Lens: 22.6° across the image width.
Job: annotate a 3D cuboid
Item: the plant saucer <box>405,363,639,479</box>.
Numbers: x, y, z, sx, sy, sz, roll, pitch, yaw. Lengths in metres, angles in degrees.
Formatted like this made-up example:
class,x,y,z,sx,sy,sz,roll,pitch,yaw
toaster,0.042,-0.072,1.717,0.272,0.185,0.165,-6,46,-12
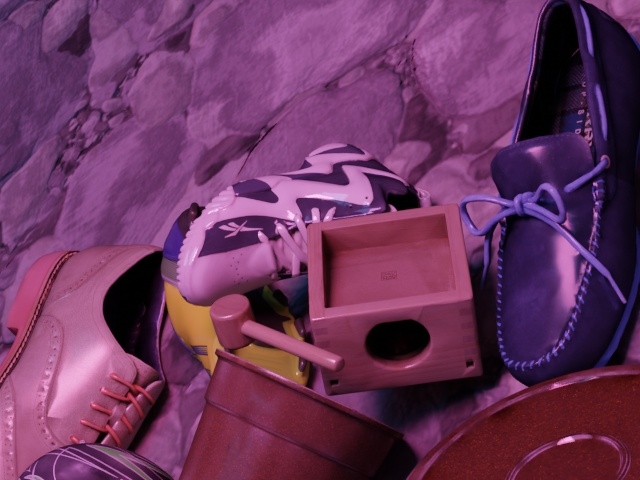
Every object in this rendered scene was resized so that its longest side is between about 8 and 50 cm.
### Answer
class,x,y,z,sx,sy,sz,roll,pitch,yaw
plant saucer,0.167,0.169,1.052,0.310,0.050,0.310,-20,22,8

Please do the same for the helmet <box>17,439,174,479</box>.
class,x,y,z,sx,sy,sz,roll,pitch,yaw
helmet,-0.186,0.252,1.363,0.169,0.161,0.169,-27,43,28

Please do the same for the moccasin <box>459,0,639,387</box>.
class,x,y,z,sx,sy,sz,roll,pitch,yaw
moccasin,0.177,-0.044,1.272,0.138,0.117,0.342,-19,48,36

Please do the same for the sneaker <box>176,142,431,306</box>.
class,x,y,z,sx,sy,sz,roll,pitch,yaw
sneaker,0.000,0.000,1.394,0.235,0.094,0.153,-26,32,-36

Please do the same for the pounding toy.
class,x,y,z,sx,sy,sz,roll,pitch,yaw
pounding toy,0.021,0.072,1.276,0.206,0.094,0.181,-8,36,4

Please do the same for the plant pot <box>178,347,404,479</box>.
class,x,y,z,sx,sy,sz,roll,pitch,yaw
plant pot,-0.042,0.194,1.276,0.167,0.167,0.165,16,79,51

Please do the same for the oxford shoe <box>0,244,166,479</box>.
class,x,y,z,sx,sy,sz,roll,pitch,yaw
oxford shoe,-0.232,0.161,1.513,0.146,0.140,0.397,-15,51,28

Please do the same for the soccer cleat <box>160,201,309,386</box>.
class,x,y,z,sx,sy,sz,roll,pitch,yaw
soccer cleat,-0.083,0.087,1.480,0.121,0.093,0.289,-66,31,34
